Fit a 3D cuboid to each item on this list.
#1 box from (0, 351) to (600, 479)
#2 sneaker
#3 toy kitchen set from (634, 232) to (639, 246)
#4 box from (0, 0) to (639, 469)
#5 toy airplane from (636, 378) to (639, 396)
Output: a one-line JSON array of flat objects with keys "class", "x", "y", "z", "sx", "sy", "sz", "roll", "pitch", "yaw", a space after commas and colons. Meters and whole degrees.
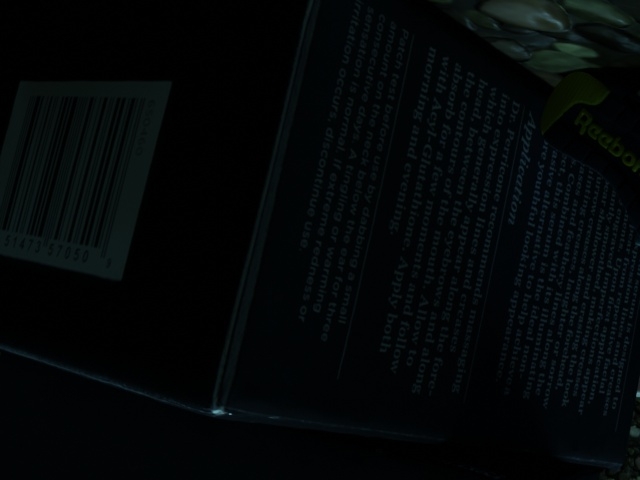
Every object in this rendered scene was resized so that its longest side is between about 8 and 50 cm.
[{"class": "box", "x": -0.010, "y": 0.202, "z": 0.701, "sx": 0.343, "sy": 0.178, "sz": 0.312, "roll": 11, "pitch": 176, "yaw": 23}, {"class": "sneaker", "x": 0.174, "y": -0.034, "z": 0.512, "sx": 0.059, "sy": 0.053, "sz": 0.144, "roll": 11, "pitch": -145, "yaw": -40}, {"class": "toy kitchen set", "x": 0.232, "y": -0.003, "z": 0.538, "sx": 0.166, "sy": 0.122, "sz": 0.207, "roll": 9, "pitch": 174, "yaw": 33}, {"class": "box", "x": 0.000, "y": 0.000, "z": 0.652, "sx": 0.294, "sy": 0.211, "sz": 0.395, "roll": 8, "pitch": 172, "yaw": 42}, {"class": "toy airplane", "x": 0.273, "y": 0.111, "z": 1.235, "sx": 0.385, "sy": 0.272, "sz": 0.386, "roll": 4, "pitch": 143, "yaw": -29}]
